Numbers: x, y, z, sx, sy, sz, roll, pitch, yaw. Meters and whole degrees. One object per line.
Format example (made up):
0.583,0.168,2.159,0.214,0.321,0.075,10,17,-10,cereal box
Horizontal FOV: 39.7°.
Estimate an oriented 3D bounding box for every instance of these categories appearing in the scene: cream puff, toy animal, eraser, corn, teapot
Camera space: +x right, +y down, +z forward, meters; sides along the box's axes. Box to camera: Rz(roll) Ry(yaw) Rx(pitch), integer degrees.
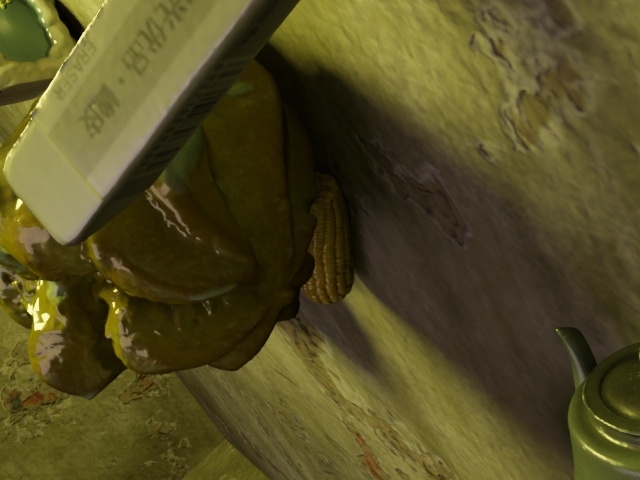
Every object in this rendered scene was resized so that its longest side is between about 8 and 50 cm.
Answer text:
-0.135,-0.018,0.832,0.275,0.378,0.378,22,160,0,cream puff
-0.448,-0.273,1.251,0.208,0.204,0.156,-5,105,52,toy animal
-0.091,-0.133,0.569,0.089,0.061,0.352,49,121,8,eraser
0.000,0.000,0.950,0.072,0.072,0.203,40,159,25,corn
0.231,0.126,0.550,0.239,0.162,0.149,36,149,65,teapot

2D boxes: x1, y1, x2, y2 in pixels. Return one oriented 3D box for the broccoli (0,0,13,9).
-0.347,-0.337,1.017,0.160,0.167,0.155,29,-140,-54,broccoli
